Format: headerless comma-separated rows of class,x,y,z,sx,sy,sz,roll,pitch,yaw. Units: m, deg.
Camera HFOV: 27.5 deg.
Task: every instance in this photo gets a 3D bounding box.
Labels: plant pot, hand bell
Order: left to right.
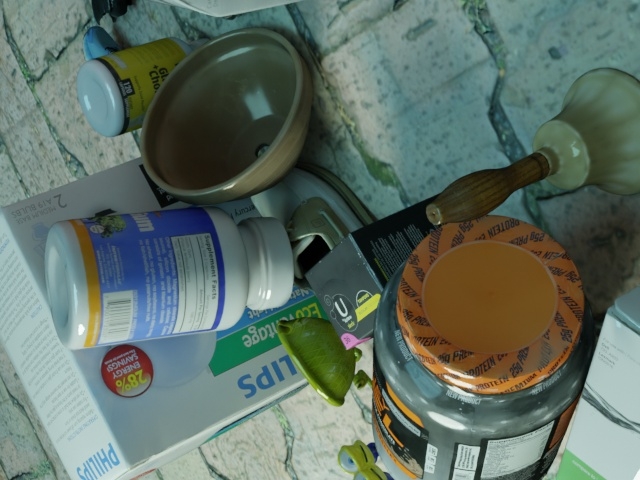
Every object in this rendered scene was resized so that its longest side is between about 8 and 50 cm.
plant pot,-0.096,-0.135,1.613,0.237,0.237,0.110,30,173,42
hand bell,0.187,-0.065,1.183,0.126,0.242,0.126,32,133,42

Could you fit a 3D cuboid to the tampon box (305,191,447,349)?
tampon box,0.090,0.032,1.449,0.101,0.161,0.120,60,146,10

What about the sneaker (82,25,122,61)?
sneaker,-0.280,-0.253,1.899,0.162,0.063,0.073,51,130,10

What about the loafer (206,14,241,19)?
loafer,-0.118,-0.298,1.656,0.125,0.045,0.039,26,146,53

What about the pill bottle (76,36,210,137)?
pill bottle,-0.217,-0.207,1.711,0.103,0.184,0.103,31,133,41

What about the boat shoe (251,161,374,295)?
boat shoe,0.000,0.000,1.606,0.302,0.103,0.113,38,136,37

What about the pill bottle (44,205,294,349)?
pill bottle,-0.177,0.038,1.548,0.152,0.272,0.152,173,90,-66

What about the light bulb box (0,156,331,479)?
light bulb box,-0.216,0.095,1.735,0.361,0.357,0.225,61,149,7

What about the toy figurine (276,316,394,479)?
toy figurine,0.136,0.185,1.546,0.217,0.191,0.363,-42,70,25

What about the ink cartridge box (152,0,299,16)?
ink cartridge box,-0.248,-0.306,1.513,0.308,0.385,0.091,23,124,47

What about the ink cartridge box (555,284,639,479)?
ink cartridge box,0.317,0.137,1.197,0.092,0.160,0.219,37,137,33

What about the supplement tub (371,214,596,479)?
supplement tub,0.153,0.126,1.285,0.207,0.207,0.338,50,163,24

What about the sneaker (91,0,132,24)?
sneaker,-0.287,-0.358,1.844,0.170,0.051,0.089,-1,109,59
